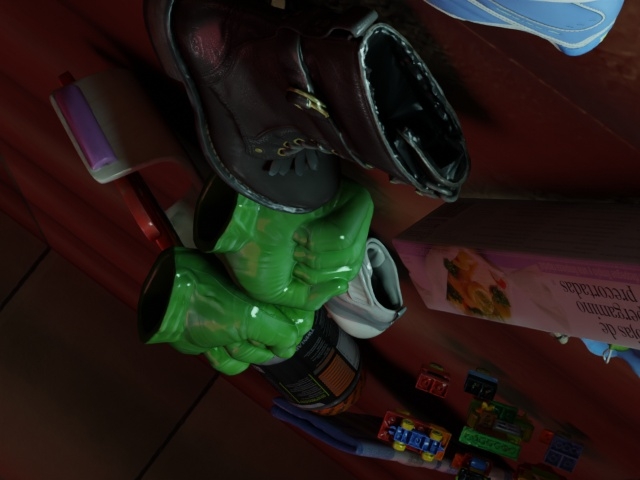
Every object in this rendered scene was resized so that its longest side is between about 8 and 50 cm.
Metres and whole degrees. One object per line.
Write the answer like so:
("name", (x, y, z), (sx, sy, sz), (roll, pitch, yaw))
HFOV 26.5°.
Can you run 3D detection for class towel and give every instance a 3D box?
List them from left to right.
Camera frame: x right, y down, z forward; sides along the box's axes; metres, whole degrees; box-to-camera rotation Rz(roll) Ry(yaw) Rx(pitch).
("towel", (0.094, 0.267, 1.781), (0.285, 0.034, 0.209), (17, -179, -37))

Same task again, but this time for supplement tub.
("supplement tub", (-0.024, 0.132, 1.658), (0.117, 0.117, 0.190), (26, 163, 41))

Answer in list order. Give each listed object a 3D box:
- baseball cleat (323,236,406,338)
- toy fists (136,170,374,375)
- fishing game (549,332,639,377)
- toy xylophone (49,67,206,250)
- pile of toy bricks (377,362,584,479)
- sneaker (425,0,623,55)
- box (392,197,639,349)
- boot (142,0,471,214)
("baseball cleat", (0.000, 0.000, 1.266), (0.206, 0.072, 0.109), (42, 144, -4))
("toy fists", (-0.051, 0.029, 1.175), (0.142, 0.096, 0.279), (10, 143, -23))
("fishing game", (0.228, 0.077, 0.944), (0.264, 0.041, 0.189), (23, 158, 50))
("toy xylophone", (-0.146, -0.033, 1.332), (0.236, 0.081, 0.323), (58, 178, 35))
("pile of toy bricks", (0.175, 0.192, 1.416), (0.212, 0.118, 0.105), (21, -165, 1))
("sneaker", (0.038, -0.139, 0.586), (0.211, 0.080, 0.081), (33, 164, 25))
("box", (0.150, 0.016, 0.848), (0.063, 0.067, 0.324), (60, 161, -14))
("boot", (0.006, -0.072, 0.892), (0.229, 0.091, 0.263), (27, 162, 40))
